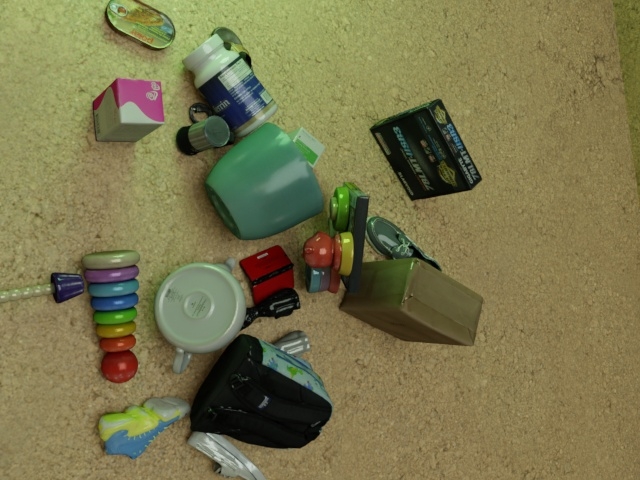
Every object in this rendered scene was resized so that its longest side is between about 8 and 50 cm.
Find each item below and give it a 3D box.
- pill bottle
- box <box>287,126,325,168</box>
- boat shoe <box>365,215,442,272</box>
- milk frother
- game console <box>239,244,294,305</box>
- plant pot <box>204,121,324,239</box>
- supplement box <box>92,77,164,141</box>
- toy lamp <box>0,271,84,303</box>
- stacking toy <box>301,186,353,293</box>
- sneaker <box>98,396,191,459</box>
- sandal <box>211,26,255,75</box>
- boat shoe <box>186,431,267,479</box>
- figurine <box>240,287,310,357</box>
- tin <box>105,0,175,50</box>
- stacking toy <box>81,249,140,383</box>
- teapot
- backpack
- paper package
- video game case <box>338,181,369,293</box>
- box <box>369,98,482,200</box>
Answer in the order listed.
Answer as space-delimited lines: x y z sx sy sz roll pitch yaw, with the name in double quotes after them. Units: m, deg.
-0.254 -0.429 1.861 0.153 0.153 0.264 -46 108 -26 "pill bottle"
-0.062 -0.267 1.998 0.101 0.102 0.087 38 66 -23 "box"
0.275 0.025 2.185 0.319 0.099 0.116 42 66 -22 "boat shoe"
-0.312 -0.316 1.824 0.129 0.135 0.143 -18 97 -46 "milk frother"
-0.156 0.101 1.961 0.144 0.085 0.124 -24 67 -32 "game console"
-0.170 -0.138 1.822 0.235 0.293 0.292 -33 104 -16 "plant pot"
-0.482 -0.321 1.669 0.114 0.220 0.111 -4 88 -32 "supplement box"
-0.703 0.127 1.579 0.275 0.080 0.080 -11 92 -31 "toy lamp"
0.000 0.000 1.930 0.131 0.309 0.279 3 65 -9 "stacking toy"
-0.449 0.483 1.716 0.240 0.091 0.126 -4 106 -33 "sneaker"
-0.237 -0.517 1.934 0.090 0.060 0.219 -29 101 -31 "sandal"
-0.256 0.600 1.819 0.258 0.095 0.084 45 69 -10 "boat shoe"
-0.152 0.265 1.911 0.210 0.092 0.214 -17 100 -24 "figurine"
-0.485 -0.583 1.800 0.190 0.040 0.106 23 70 -28 "tin"
-0.510 0.193 1.675 0.141 0.141 0.329 -7 97 -32 "stacking toy"
-0.311 0.189 1.765 0.256 0.187 0.252 -22 77 -6 "teapot"
-0.133 0.418 1.796 0.356 0.273 0.290 30 102 -18 "backpack"
0.276 0.192 2.039 0.310 0.325 0.168 30 71 -26 "paper package"
0.086 -0.015 1.916 0.035 0.248 0.274 4 103 -9 "video game case"
0.331 -0.278 2.133 0.073 0.293 0.295 -40 107 -30 "box"
